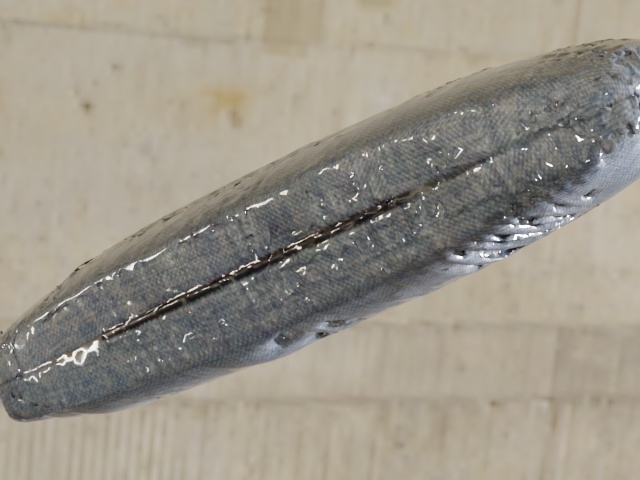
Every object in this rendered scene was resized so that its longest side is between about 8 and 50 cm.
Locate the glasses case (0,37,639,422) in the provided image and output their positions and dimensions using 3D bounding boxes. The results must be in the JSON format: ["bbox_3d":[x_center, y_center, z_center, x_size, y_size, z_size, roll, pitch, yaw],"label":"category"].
[{"bbox_3d":[0.000,0.000,0.679,0.282,0.067,0.109,-26,-3,28],"label":"glasses case"}]
